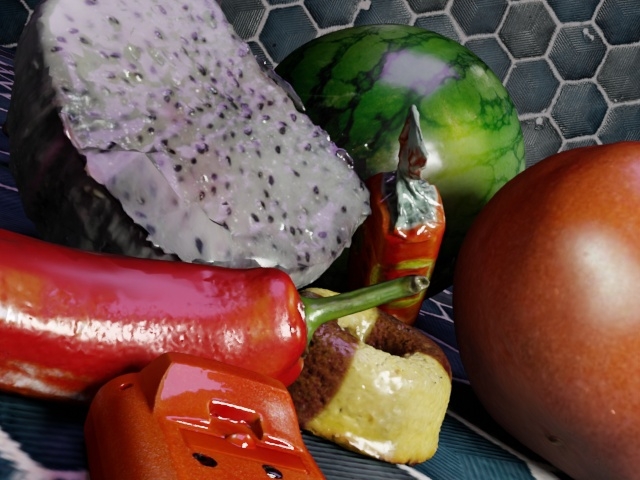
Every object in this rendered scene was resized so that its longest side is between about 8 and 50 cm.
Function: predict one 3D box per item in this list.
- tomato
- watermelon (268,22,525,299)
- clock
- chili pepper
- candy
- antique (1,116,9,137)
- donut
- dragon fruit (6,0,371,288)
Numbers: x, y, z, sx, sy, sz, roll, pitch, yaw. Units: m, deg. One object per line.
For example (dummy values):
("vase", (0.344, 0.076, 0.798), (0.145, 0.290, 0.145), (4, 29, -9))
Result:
("tomato", (0.259, 0.078, 0.701), (0.341, 0.273, 0.341), (28, -20, 11))
("watermelon", (0.073, -0.093, 0.960), (0.363, 0.363, 0.363), (23, 8, -3))
("clock", (-0.037, 0.112, 0.350), (0.113, 0.061, 0.155), (21, 11, -26))
("chili pepper", (-0.116, 0.034, 0.405), (0.368, 0.137, 0.092), (11, 57, -38))
("candy", (0.062, 0.011, 0.684), (0.059, 0.292, 0.086), (-7, 52, -11))
("antique", (-0.238, -0.096, 0.939), (0.257, 0.121, 0.143), (29, 15, -17))
("donut", (0.026, 0.094, 0.607), (0.166, 0.073, 0.184), (29, 10, 14))
("dragon fruit", (-0.138, -0.047, 0.626), (0.283, 0.221, 0.204), (52, 51, -4))
